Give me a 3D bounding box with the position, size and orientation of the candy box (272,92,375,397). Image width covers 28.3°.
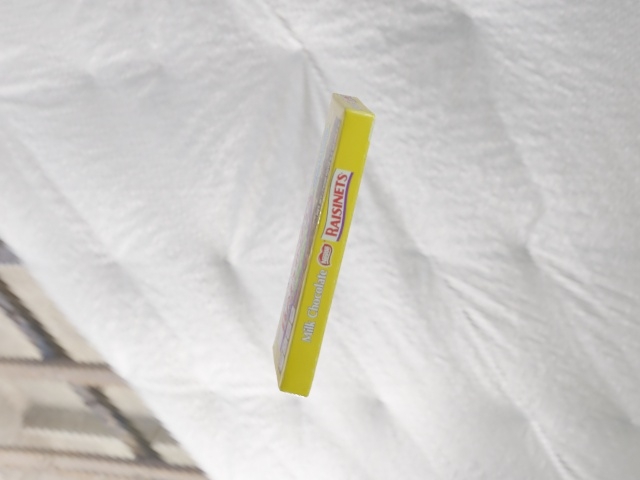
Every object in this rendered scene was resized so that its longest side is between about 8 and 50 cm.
[{"bbox_3d":[0.000,0.000,0.921,0.027,0.206,0.105,12,11,-5],"label":"candy box"}]
